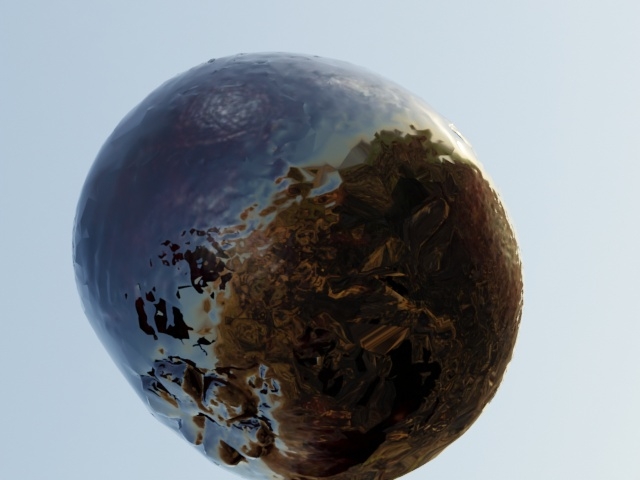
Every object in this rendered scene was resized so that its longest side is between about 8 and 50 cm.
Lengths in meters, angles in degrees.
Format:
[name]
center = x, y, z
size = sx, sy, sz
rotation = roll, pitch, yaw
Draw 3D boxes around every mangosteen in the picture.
[mangosteen]
center = -0.003, 0.011, 1.282
size = 0.293, 0.297, 0.297
rotation = -40, -25, -20
